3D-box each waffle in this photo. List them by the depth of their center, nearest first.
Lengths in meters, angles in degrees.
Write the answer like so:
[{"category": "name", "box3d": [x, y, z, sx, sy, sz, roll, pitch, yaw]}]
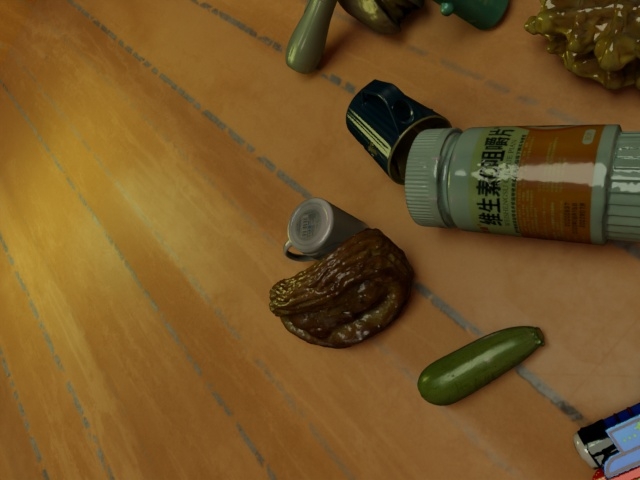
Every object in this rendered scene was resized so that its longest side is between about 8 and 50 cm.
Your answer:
[{"category": "waffle", "box3d": [0.464, -0.367, 0.670, 0.261, 0.151, 0.324, 42, 104, 30]}]

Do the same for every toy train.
[{"category": "toy train", "box3d": [0.403, 0.226, 0.582, 0.204, 0.083, 0.131, -36, 60, 18]}, {"category": "toy train", "box3d": [0.227, -0.446, 0.804, 0.101, 0.248, 0.159, 30, 107, 56]}]

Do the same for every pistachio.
[{"category": "pistachio", "box3d": [0.107, -0.482, 0.955, 0.129, 0.131, 0.206, -51, 57, 22]}]

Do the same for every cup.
[{"category": "cup", "box3d": [0.121, -0.202, 0.845, 0.131, 0.176, 0.155, -37, 51, -3]}, {"category": "cup", "box3d": [0.007, 0.005, 0.880, 0.136, 0.133, 0.099, -51, 52, 11]}]

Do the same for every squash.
[{"category": "squash", "box3d": [0.230, 0.182, 0.723, 0.201, 0.066, 0.066, -33, 61, 19]}]

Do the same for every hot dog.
[{"category": "hot dog", "box3d": [0.027, 0.098, 0.827, 0.259, 0.175, 0.114, -34, 37, 24]}]

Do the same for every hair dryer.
[{"category": "hair dryer", "box3d": [-0.008, -0.497, 1.045, 0.206, 0.075, 0.237, 122, 158, -50]}]

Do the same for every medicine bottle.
[{"category": "medicine bottle", "box3d": [0.294, -0.082, 0.696, 0.318, 0.158, 0.158, 8, 81, 34]}]
